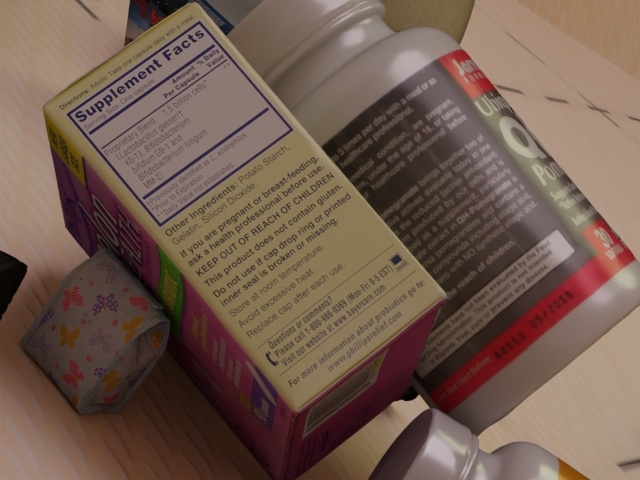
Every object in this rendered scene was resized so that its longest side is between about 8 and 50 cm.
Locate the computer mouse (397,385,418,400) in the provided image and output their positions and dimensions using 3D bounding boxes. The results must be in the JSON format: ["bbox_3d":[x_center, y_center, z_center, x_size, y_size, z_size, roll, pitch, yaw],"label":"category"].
[{"bbox_3d":[0.000,0.000,1.432,0.262,0.184,0.060,38,31,7],"label":"computer mouse"}]

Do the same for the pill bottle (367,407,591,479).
[{"bbox_3d":[0.145,0.216,1.206,0.246,0.136,0.136,34,18,-5],"label":"pill bottle"}]

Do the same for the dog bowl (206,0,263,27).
[{"bbox_3d":[-0.053,-0.144,1.805,0.265,0.104,0.265,32,19,-12],"label":"dog bowl"}]

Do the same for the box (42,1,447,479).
[{"bbox_3d":[-0.052,0.011,1.185,0.243,0.117,0.213,50,-15,12],"label":"box"}]

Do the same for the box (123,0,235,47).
[{"bbox_3d":[-0.077,-0.094,1.556,0.044,0.159,0.233,-30,61,-33],"label":"box"}]

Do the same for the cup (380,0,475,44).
[{"bbox_3d":[0.041,-0.281,2.063,0.331,0.331,0.237,19,50,-42],"label":"cup"}]

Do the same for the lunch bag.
[{"bbox_3d":[-0.135,0.057,1.179,0.071,0.083,0.053,44,21,25],"label":"lunch bag"}]

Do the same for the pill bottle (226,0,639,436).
[{"bbox_3d":[0.067,-0.034,1.298,0.318,0.176,0.176,51,20,7],"label":"pill bottle"}]

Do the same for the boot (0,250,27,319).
[{"bbox_3d":[-0.287,0.008,1.067,0.161,0.083,0.246,32,11,11],"label":"boot"}]
